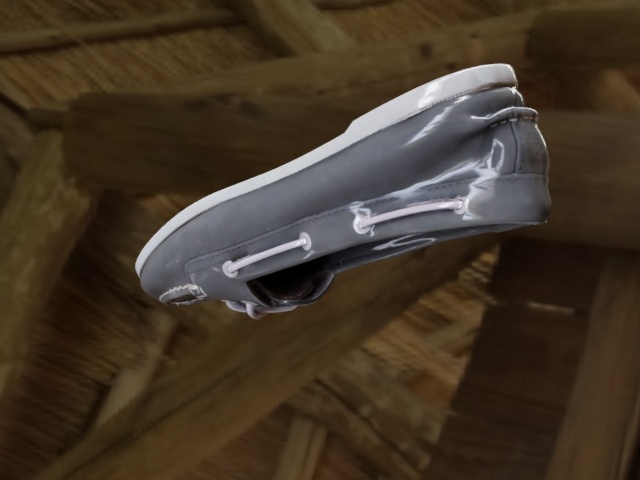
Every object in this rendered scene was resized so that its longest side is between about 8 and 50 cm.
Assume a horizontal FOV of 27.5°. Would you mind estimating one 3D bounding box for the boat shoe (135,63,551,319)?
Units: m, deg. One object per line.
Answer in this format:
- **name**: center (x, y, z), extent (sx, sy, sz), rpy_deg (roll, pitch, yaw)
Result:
- **boat shoe**: center (0.000, 0.000, 0.822), extent (0.112, 0.335, 0.096), rpy_deg (-6, -106, -47)
